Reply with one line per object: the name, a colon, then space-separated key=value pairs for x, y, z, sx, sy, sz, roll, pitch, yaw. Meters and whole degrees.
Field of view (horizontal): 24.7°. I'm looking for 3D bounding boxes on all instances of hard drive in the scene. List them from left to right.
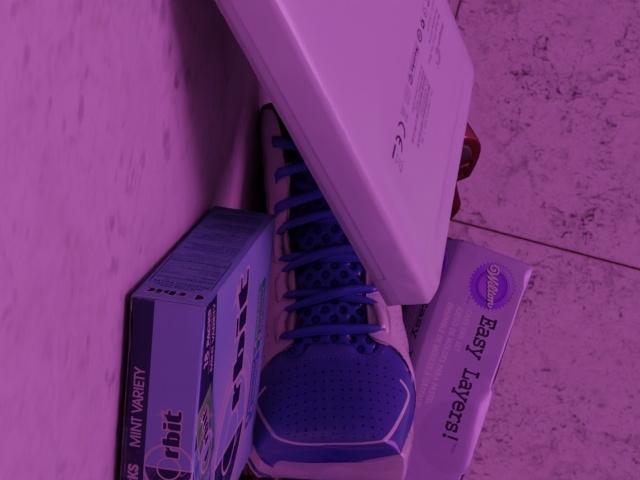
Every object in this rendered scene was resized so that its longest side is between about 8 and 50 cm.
hard drive: x=0.017 y=-0.134 z=0.822 sx=0.307 sy=0.040 sz=0.203 roll=59 pitch=34 yaw=-45

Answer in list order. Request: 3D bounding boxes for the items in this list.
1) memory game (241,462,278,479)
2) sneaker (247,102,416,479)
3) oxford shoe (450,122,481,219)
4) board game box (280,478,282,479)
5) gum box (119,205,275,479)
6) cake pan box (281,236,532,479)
memory game: x=-0.044 y=0.159 z=1.193 sx=0.186 sy=0.012 sz=0.186 roll=8 pitch=90 yaw=-84
sneaker: x=0.000 y=-0.001 z=0.986 sx=0.315 sy=0.128 sz=0.182 roll=-86 pitch=175 yaw=-51
oxford shoe: x=0.052 y=-0.070 z=1.291 sx=0.130 sy=0.123 sz=0.348 roll=65 pitch=-18 yaw=14
board game box: x=-0.033 y=0.336 z=1.371 sx=0.160 sy=0.039 sz=0.211 roll=-75 pitch=169 yaw=-45
gum box: x=-0.066 y=0.079 z=0.804 sx=0.184 sy=0.041 sz=0.157 roll=-57 pitch=154 yaw=-73
cake pan box: x=0.056 y=0.122 z=1.129 sx=0.266 sy=0.070 sz=0.246 roll=-70 pitch=-164 yaw=-4
